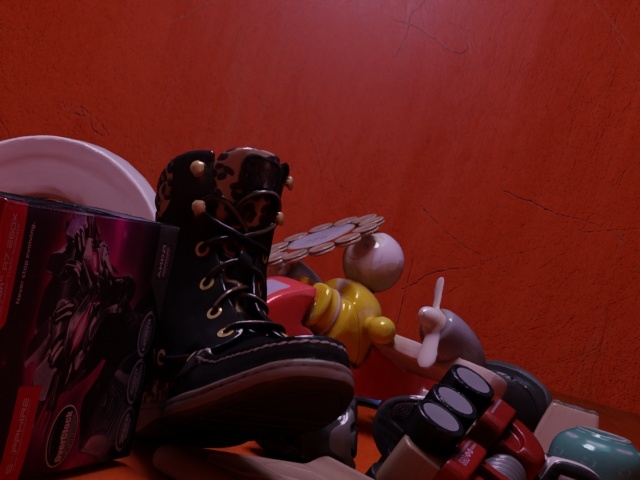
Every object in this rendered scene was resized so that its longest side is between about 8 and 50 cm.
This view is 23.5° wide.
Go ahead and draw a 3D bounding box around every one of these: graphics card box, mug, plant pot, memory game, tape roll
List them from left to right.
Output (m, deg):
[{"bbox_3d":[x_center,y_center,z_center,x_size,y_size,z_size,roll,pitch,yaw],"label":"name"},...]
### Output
[{"bbox_3d":[-0.244,0.079,1.298,0.094,0.232,0.371,12,0,15],"label":"graphics card box"},{"bbox_3d":[-0.320,0.017,1.816,0.286,0.286,0.100,16,3,2],"label":"tape roll"},{"bbox_3d":[0.000,0.000,2.116,0.186,0.012,0.186,-18,10,3],"label":"memory game"},{"bbox_3d":[0.371,0.297,2.322,0.109,0.096,0.109,16,2,10],"label":"plant pot"},{"bbox_3d":[0.359,0.300,2.042,0.130,0.097,0.158,15,2,-11],"label":"mug"}]

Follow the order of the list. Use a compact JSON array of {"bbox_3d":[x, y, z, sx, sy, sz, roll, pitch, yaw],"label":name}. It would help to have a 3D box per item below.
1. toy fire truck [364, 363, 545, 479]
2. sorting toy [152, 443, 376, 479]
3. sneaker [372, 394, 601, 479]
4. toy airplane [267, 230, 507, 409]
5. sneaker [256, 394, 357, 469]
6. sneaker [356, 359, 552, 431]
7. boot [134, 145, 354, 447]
[{"bbox_3d":[0.199,0.250,1.605,0.246,0.158,0.217,37,19,9],"label":"toy fire truck"},{"bbox_3d":[-0.030,0.241,1.459,0.208,0.038,0.193,9,5,-36],"label":"sorting toy"},{"bbox_3d":[0.191,0.268,1.813,0.281,0.106,0.162,25,-5,5],"label":"sneaker"},{"bbox_3d":[0.069,0.125,2.130,0.386,0.272,0.384,16,1,4],"label":"toy airplane"},{"bbox_3d":[-0.021,0.214,1.707,0.106,0.101,0.267,4,-4,-10],"label":"sneaker"},{"bbox_3d":[0.191,0.248,2.408,0.341,0.125,0.139,11,17,12],"label":"sneaker"},{"bbox_3d":[-0.080,0.048,1.483,0.138,0.284,0.377,9,-16,-21],"label":"boot"}]
